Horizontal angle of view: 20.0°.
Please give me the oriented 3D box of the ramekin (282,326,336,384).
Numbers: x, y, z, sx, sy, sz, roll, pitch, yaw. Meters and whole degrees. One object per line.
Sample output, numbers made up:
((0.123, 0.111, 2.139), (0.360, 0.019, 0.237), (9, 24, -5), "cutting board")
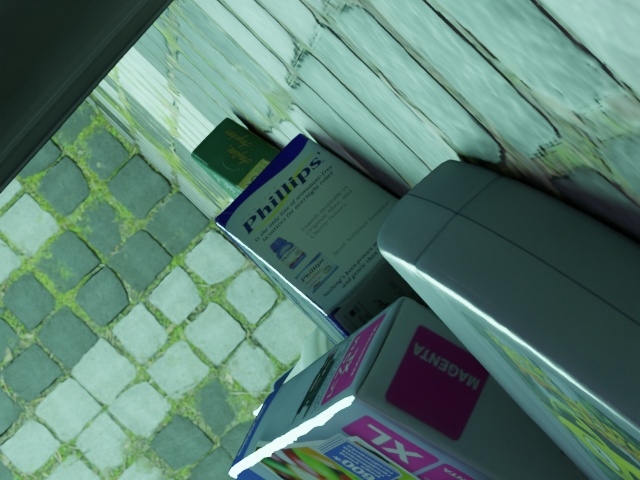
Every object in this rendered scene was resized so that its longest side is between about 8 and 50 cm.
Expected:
((0.061, 0.197, 1.431), (0.273, 0.127, 0.273), (39, -162, -15), "ramekin")

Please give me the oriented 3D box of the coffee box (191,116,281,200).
((0.000, 0.000, 1.237), (0.184, 0.040, 0.113), (46, 175, -30), "coffee box")

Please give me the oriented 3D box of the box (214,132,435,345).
((0.029, 0.024, 0.980), (0.126, 0.072, 0.137), (47, 175, -35), "box")

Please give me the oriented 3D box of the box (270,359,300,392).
((0.075, 0.174, 1.607), (0.225, 0.136, 0.036), (44, 151, 15), "box")

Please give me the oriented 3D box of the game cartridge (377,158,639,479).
((0.134, 0.074, 0.615), (0.196, 0.060, 0.294), (51, 173, -32), "game cartridge")

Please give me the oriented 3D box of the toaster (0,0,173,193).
((-0.136, -0.117, 0.641), (0.227, 0.146, 0.129), (41, 176, 41), "toaster")

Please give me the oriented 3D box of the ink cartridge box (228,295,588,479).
((0.064, 0.127, 0.927), (0.186, 0.065, 0.311), (30, 162, -6), "ink cartridge box")
